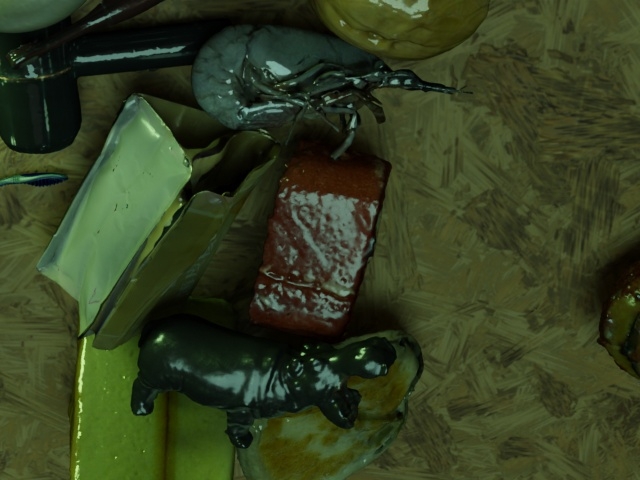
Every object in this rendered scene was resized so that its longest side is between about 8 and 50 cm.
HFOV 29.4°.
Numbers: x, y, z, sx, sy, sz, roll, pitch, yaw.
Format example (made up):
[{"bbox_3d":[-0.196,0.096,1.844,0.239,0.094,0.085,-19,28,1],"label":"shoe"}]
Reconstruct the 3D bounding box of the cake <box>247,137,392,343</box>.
[{"bbox_3d":[0.000,0.000,1.623,0.151,0.177,0.283,12,114,-1],"label":"cake"}]

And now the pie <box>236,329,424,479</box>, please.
[{"bbox_3d":[0.018,0.252,1.786,0.339,0.077,0.339,-24,142,-20],"label":"pie"}]

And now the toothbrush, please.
[{"bbox_3d":[-0.200,-0.290,1.416,0.364,0.041,0.041,-32,125,-14],"label":"toothbrush"}]

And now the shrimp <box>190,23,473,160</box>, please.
[{"bbox_3d":[0.013,-0.184,1.489,0.343,0.145,0.116,3,163,-13],"label":"shrimp"}]

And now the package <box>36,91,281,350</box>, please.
[{"bbox_3d":[-0.196,0.001,1.542,0.221,0.165,0.311,15,125,-34],"label":"package"}]

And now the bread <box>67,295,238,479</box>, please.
[{"bbox_3d":[-0.220,0.272,1.650,0.233,0.361,0.245,4,123,-13],"label":"bread"}]

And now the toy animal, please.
[{"bbox_3d":[-0.074,0.182,1.586,0.343,0.106,0.168,5,119,7],"label":"toy animal"}]

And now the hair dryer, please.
[{"bbox_3d":[-0.226,-0.216,1.500,0.352,0.107,0.189,-7,122,-13],"label":"hair dryer"}]

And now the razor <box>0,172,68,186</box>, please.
[{"bbox_3d":[-0.407,-0.069,1.593,0.155,0.044,0.028,-17,98,-2],"label":"razor"}]

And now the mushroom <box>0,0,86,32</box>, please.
[{"bbox_3d":[-0.346,-0.348,1.291,0.244,0.243,0.243,-5,123,-8],"label":"mushroom"}]

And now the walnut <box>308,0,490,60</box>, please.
[{"bbox_3d":[0.089,-0.308,1.440,0.222,0.195,0.195,12,119,-17],"label":"walnut"}]

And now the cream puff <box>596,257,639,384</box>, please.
[{"bbox_3d":[0.523,0.105,1.809,0.240,0.164,0.240,-15,130,-18],"label":"cream puff"}]
